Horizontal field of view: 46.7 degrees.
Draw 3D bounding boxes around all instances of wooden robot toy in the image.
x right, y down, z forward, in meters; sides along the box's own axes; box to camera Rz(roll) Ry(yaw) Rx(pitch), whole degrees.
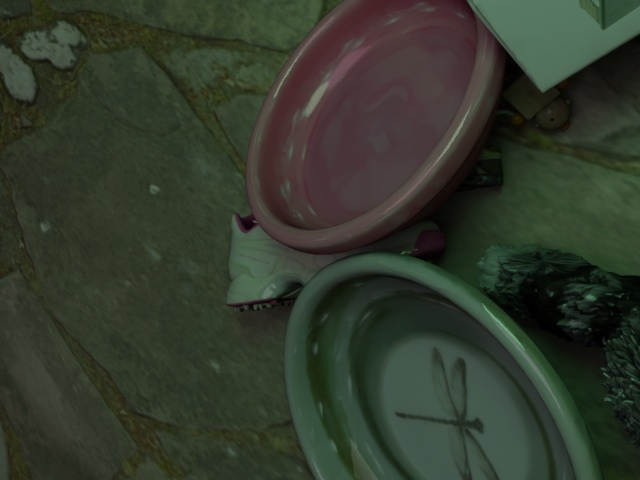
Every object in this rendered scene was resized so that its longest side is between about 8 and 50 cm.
[{"bbox_3d":[0.231,-0.151,0.754,0.079,0.076,0.173,43,119,-13],"label":"wooden robot toy"}]

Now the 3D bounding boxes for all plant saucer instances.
[{"bbox_3d":[0.123,0.193,0.762,0.400,0.101,0.400,23,123,42],"label":"plant saucer"},{"bbox_3d":[0.059,-0.130,0.785,0.332,0.084,0.332,-28,47,35],"label":"plant saucer"}]

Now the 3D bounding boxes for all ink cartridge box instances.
[{"bbox_3d":[0.268,-0.276,0.620,0.273,0.198,0.115,-31,115,32],"label":"ink cartridge box"}]

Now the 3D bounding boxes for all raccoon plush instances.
[{"bbox_3d":[0.335,0.185,0.655,0.446,0.216,0.299,-147,51,-62],"label":"raccoon plush"}]

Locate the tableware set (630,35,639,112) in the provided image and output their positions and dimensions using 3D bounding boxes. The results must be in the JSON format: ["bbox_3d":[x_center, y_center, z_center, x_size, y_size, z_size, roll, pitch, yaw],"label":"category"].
[{"bbox_3d":[0.343,-0.168,0.686,0.104,0.024,0.154,-1,90,35],"label":"tableware set"}]

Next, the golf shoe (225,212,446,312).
[{"bbox_3d":[0.000,0.000,0.878,0.306,0.115,0.140,-14,80,33],"label":"golf shoe"}]

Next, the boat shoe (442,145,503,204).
[{"bbox_3d":[0.127,-0.064,0.819,0.152,0.056,0.049,-16,77,34],"label":"boat shoe"}]
